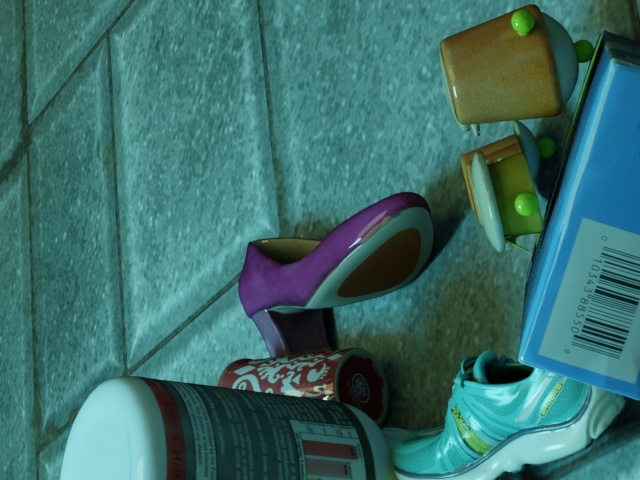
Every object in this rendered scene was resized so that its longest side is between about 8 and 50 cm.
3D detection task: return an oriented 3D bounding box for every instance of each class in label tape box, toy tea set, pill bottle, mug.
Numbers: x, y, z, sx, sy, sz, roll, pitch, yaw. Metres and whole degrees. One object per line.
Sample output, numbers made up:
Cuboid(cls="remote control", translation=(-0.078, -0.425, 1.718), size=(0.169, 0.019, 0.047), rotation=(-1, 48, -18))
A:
Cuboid(cls="label tape box", translation=(0.254, -0.037, 1.531), size=(0.348, 0.115, 0.249), rotation=(-48, -26, -77))
Cuboid(cls="toy tea set", translation=(0.183, -0.102, 1.608), size=(0.336, 0.124, 0.200), rotation=(-62, -42, -85))
Cuboid(cls="pill bottle", translation=(-0.054, 0.254, 1.777), size=(0.210, 0.362, 0.210), rotation=(-27, 59, 56))
Cuboid(cls="mug", translation=(-0.006, 0.181, 1.980), size=(0.169, 0.150, 0.113), rotation=(-14, 50, 40))

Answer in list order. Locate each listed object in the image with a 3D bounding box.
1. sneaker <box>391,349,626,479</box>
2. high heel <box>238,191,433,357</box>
Cuboid(cls="sneaker", translation=(0.161, 0.153, 1.662), size=(0.275, 0.107, 0.110), rotation=(-31, 94, 45))
Cuboid(cls="high heel", translation=(0.000, 0.000, 1.986), size=(0.377, 0.127, 0.181), rotation=(-48, 53, 50))
